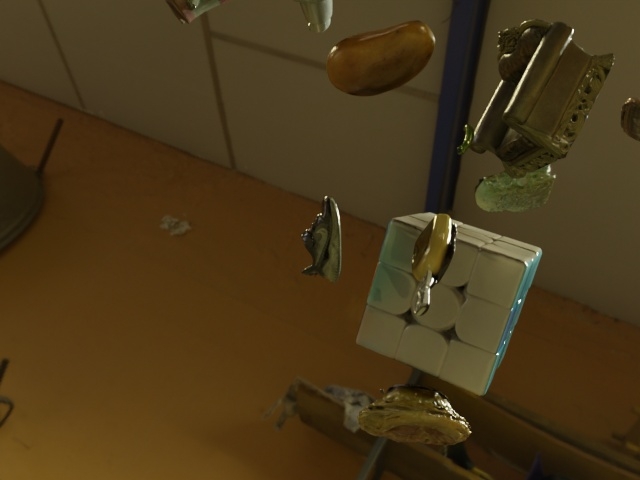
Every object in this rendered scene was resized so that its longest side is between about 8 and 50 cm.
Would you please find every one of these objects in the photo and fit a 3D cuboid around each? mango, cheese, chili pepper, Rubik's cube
[{"bbox_3d":[0.096,-0.286,0.950,0.178,0.090,0.115,-14,-21,18],"label":"mango"},{"bbox_3d":[0.152,0.039,0.839,0.036,0.162,0.086,26,-43,-9],"label":"cheese"},{"bbox_3d":[0.235,-0.167,0.969,0.017,0.083,0.030,40,-42,-15],"label":"chili pepper"},{"bbox_3d":[0.285,0.118,1.311,0.291,0.292,0.290,21,-77,21],"label":"Rubik's cube"}]

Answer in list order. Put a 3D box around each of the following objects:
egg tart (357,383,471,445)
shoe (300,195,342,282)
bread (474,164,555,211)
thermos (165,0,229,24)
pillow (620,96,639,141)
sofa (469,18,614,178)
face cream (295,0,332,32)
[{"bbox_3d":[0.197,0.369,1.258,0.241,0.106,0.241,7,-28,4],"label":"egg tart"},{"bbox_3d":[0.000,0.000,1.554,0.112,0.099,0.227,-4,-84,3],"label":"shoe"},{"bbox_3d":[0.460,-0.116,1.360,0.172,0.232,0.064,-40,-121,38],"label":"bread"},{"bbox_3d":[-0.157,-0.484,1.010,0.146,0.265,0.176,52,0,-44],"label":"thermos"},{"bbox_3d":[0.646,-0.184,1.096,0.211,0.034,0.135,44,3,35],"label":"pillow"},{"bbox_3d":[0.359,-0.248,1.069,0.182,0.200,0.258,27,-3,0],"label":"sofa"},{"bbox_3d":[-0.017,-0.423,0.920,0.101,0.101,0.251,23,-20,20],"label":"face cream"}]
